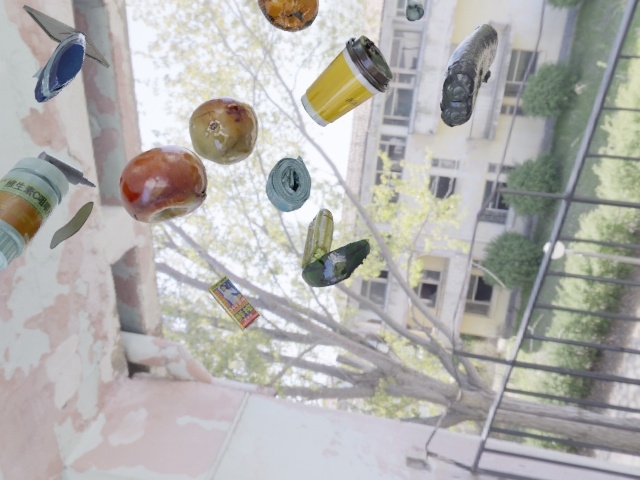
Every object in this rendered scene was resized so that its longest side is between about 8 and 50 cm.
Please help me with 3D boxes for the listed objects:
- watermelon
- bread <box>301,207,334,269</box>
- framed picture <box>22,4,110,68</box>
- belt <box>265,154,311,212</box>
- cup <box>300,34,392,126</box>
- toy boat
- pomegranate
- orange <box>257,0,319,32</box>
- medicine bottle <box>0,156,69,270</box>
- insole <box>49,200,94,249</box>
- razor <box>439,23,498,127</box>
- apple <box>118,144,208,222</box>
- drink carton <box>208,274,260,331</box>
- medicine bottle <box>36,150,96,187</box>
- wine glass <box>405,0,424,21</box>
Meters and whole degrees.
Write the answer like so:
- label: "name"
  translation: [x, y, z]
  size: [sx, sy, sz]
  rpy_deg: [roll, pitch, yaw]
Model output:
- label: "watermelon"
  translation: [0.052, 0.084, 1.702]
  size: [0.123, 0.301, 0.129]
  rpy_deg: [57, -166, -11]
- label: "bread"
  translation: [0.000, 0.000, 2.212]
  size: [0.166, 0.112, 0.384]
  rpy_deg: [-51, 17, 32]
- label: "framed picture"
  translation: [-0.902, -0.721, 1.666]
  size: [0.023, 0.259, 0.189]
  rpy_deg: [-63, -5, -11]
- label: "belt"
  translation: [-0.096, -0.174, 1.445]
  size: [0.163, 0.147, 0.082]
  rpy_deg: [66, 148, 14]
- label: "cup"
  translation: [0.079, -0.494, 1.481]
  size: [0.196, 0.279, 0.197]
  rpy_deg: [37, -145, -31]
- label: "toy boat"
  translation: [-0.736, -0.501, 1.316]
  size: [0.210, 0.292, 0.070]
  rpy_deg: [-47, -47, 5]
- label: "pomegranate"
  translation: [-0.400, -0.458, 1.978]
  size: [0.319, 0.318, 0.320]
  rpy_deg: [7, -90, -82]
- label: "orange"
  translation: [-0.117, -0.873, 1.699]
  size: [0.234, 0.234, 0.183]
  rpy_deg: [71, -155, -73]
- label: "medicine bottle"
  translation: [-0.839, -0.074, 1.277]
  size: [0.158, 0.157, 0.318]
  rpy_deg: [89, -173, -45]
- label: "insole"
  translation: [-0.684, -0.037, 1.278]
  size: [0.005, 0.253, 0.086]
  rpy_deg: [28, -133, -41]
- label: "razor"
  translation: [0.435, -0.494, 1.383]
  size: [0.327, 0.107, 0.189]
  rpy_deg: [-58, -26, -34]
- label: "apple"
  translation: [-0.485, -0.174, 1.431]
  size: [0.251, 0.271, 0.207]
  rpy_deg: [-12, -99, -54]
- label: "drink carton"
  translation: [-0.262, 0.192, 1.422]
  size: [0.071, 0.166, 0.056]
  rpy_deg: [-38, -10, -23]
- label: "medicine bottle"
  translation: [-0.841, -0.225, 1.564]
  size: [0.199, 0.057, 0.058]
  rpy_deg: [34, -120, -51]
- label: "wine glass"
  translation: [0.330, -0.878, 1.685]
  size: [0.072, 0.072, 0.156]
  rpy_deg: [64, -159, -76]
